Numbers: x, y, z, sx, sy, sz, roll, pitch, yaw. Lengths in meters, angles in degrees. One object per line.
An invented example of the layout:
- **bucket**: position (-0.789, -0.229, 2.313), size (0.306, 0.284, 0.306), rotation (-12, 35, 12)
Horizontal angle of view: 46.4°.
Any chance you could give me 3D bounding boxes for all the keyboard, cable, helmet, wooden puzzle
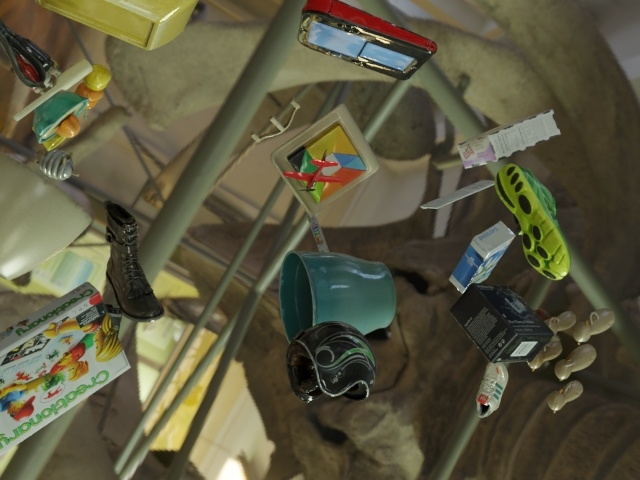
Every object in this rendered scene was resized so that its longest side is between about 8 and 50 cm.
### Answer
- **keyboard**: position (0.398, -0.133, 2.123), size (0.256, 0.014, 0.072), rotation (-23, -168, -31)
- **cable**: position (-0.686, -0.426, 1.632), size (0.072, 0.287, 0.139), rotation (-32, -150, 32)
- **helmet**: position (0.030, 0.244, 1.482), size (0.169, 0.161, 0.169), rotation (24, -61, 54)
- **wooden puzzle**: position (0.019, -0.202, 1.925), size (0.238, 0.221, 0.044), rotation (-38, -147, -3)

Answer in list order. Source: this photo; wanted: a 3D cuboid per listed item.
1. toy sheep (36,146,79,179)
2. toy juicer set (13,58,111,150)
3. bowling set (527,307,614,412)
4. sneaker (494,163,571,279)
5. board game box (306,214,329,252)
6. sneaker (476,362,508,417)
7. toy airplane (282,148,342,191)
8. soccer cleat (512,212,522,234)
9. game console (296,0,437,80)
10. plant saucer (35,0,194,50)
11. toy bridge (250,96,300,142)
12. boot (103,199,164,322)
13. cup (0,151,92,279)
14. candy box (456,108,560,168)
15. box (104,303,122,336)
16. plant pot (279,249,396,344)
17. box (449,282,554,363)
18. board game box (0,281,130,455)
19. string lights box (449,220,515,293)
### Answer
- **toy sheep**: position (-0.728, -0.212, 2.071), size (0.091, 0.132, 0.091), rotation (-60, 172, -14)
- **toy juicer set**: position (-0.503, -0.275, 1.528), size (0.209, 0.089, 0.329), rotation (-44, -169, -9)
- **bowling set**: position (0.562, 0.258, 1.816), size (0.154, 0.200, 0.287), rotation (-15, 125, -42)
- **sneaker**: position (0.520, -0.053, 1.752), size (0.109, 0.123, 0.296), rotation (-38, -112, 50)
- **board game box**: position (0.000, 0.000, 2.376), size (0.103, 0.026, 0.154), rotation (64, 5, -64)
- **sneaker**: position (0.436, 0.385, 1.917), size (0.075, 0.057, 0.161), rotation (-28, 131, -51)
- **toy airplane**: position (-0.007, -0.159, 1.766), size (0.151, 0.151, 0.028), rotation (-49, -140, 45)
- **soccer cleat**: position (0.607, -0.068, 2.260), size (0.060, 0.072, 0.179), rotation (-53, 176, 30)
- **game console**: position (0.109, -0.518, 1.965), size (0.386, 0.342, 0.060), rotation (-149, -98, -85)
- **plant saucer**: position (-0.411, -0.461, 1.402), size (0.333, 0.332, 0.081), rotation (-177, -74, -73)
- **toy bridge**: position (-0.137, -0.372, 2.370), size (0.188, 0.063, 0.026), rotation (-39, -145, 14)
- **boot**: position (-0.460, 0.049, 1.793), size (0.091, 0.263, 0.229), rotation (-20, 135, -35)
- **cup**: position (-0.773, -0.044, 1.840), size (0.237, 0.331, 0.331), rotation (-60, -170, -18)
- **candy box**: position (0.469, -0.254, 1.880), size (0.196, 0.070, 0.165), rotation (-23, -174, -16)
- **box**: position (-0.471, 0.188, 1.644), size (0.062, 0.052, 0.083), rotation (-144, -114, -66)
- **plant pot**: position (0.051, 0.152, 1.989), size (0.271, 0.255, 0.272), rotation (176, -90, -69)
- **box**: position (0.394, 0.178, 1.624), size (0.093, 0.156, 0.158), rotation (-57, -131, 26)
- **board game box**: position (-0.491, 0.228, 1.281), size (0.305, 0.053, 0.193), rotation (-34, 134, -28)
- **string lights box**: position (0.541, 0.059, 2.518), size (0.133, 0.077, 0.260), rotation (-28, 155, -28)
